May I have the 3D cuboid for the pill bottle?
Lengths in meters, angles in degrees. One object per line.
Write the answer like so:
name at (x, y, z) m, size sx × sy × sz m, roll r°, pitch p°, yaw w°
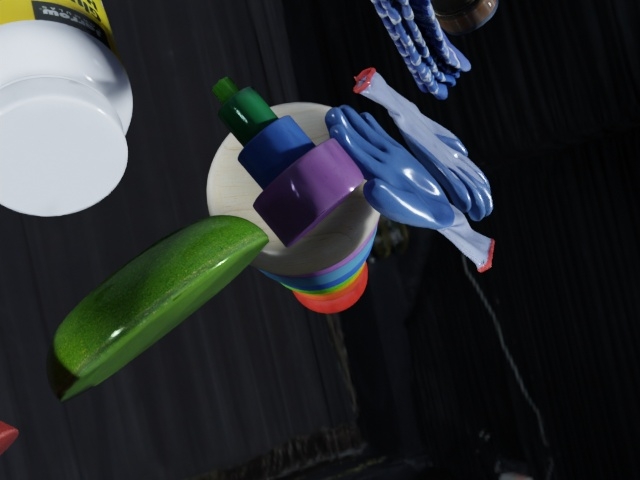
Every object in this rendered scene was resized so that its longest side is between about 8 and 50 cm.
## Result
pill bottle at (-0.313, -0.185, 0.806) m, size 0.188 × 0.334 × 0.188 m, roll -16°, pitch 137°, yaw -15°

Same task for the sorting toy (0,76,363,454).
sorting toy at (-0.126, 0.006, 0.349) m, size 0.365 × 0.126 × 0.127 m, roll -38°, pitch 177°, yaw -40°

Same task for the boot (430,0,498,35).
boot at (0.092, -0.290, 0.758) m, size 0.082 × 0.106 × 0.219 m, roll -45°, pitch -143°, yaw -1°

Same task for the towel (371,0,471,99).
towel at (0.005, -0.219, 0.406) m, size 0.040 × 0.243 × 0.336 m, roll -28°, pitch 171°, yaw 13°

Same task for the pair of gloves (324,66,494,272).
pair of gloves at (0.073, -0.055, 0.552) m, size 0.023 × 0.159 × 0.198 m, roll -43°, pitch -170°, yaw 30°

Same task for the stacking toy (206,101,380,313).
stacking toy at (0.000, 0.000, 0.709) m, size 0.141 × 0.141 × 0.330 m, roll -13°, pitch 162°, yaw 4°
